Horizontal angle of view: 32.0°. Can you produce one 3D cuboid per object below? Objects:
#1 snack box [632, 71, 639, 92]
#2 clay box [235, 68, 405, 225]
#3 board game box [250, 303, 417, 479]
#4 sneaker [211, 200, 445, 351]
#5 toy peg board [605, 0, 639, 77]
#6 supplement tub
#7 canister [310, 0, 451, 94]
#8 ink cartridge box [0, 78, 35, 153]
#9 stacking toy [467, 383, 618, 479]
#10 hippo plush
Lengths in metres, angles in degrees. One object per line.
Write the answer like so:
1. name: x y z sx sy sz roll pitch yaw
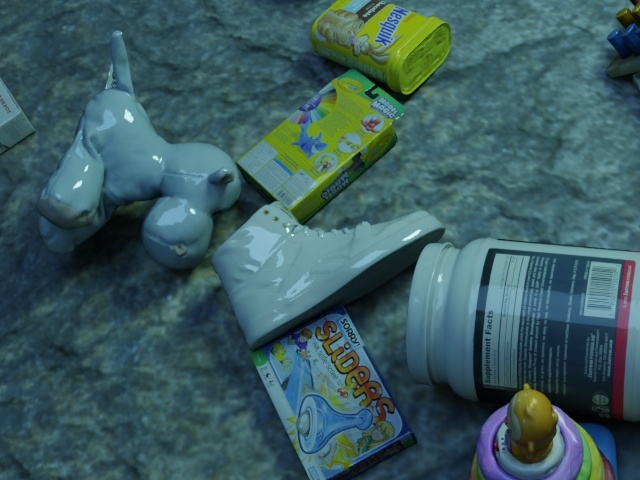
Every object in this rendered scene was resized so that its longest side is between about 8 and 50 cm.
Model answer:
1. snack box: 0.515 -0.232 1.497 0.178 0.022 0.064 -24 55 1
2. clay box: 0.006 -0.134 1.565 0.222 0.053 0.127 -40 58 -11
3. board game box: 0.013 0.193 1.375 0.136 0.035 0.201 -29 56 -2
4. sneaker: 0.000 0.000 1.439 0.292 0.108 0.169 -29 69 -1
5. toy peg board: 0.452 -0.310 1.476 0.161 0.079 0.161 -50 16 -16
6. supplement tub: 0.250 0.097 1.272 0.272 0.191 0.191 5 61 19
7. canister: 0.085 -0.292 1.621 0.170 0.073 0.126 28 60 30
8. ink cartridge box: -0.529 -0.177 1.742 0.135 0.056 0.099 -35 57 -6
9. stacking toy: 0.219 0.226 1.135 0.165 0.302 0.175 -5 60 13
10. hippo plush: -0.233 -0.084 1.547 0.236 0.234 0.294 23 82 -6
